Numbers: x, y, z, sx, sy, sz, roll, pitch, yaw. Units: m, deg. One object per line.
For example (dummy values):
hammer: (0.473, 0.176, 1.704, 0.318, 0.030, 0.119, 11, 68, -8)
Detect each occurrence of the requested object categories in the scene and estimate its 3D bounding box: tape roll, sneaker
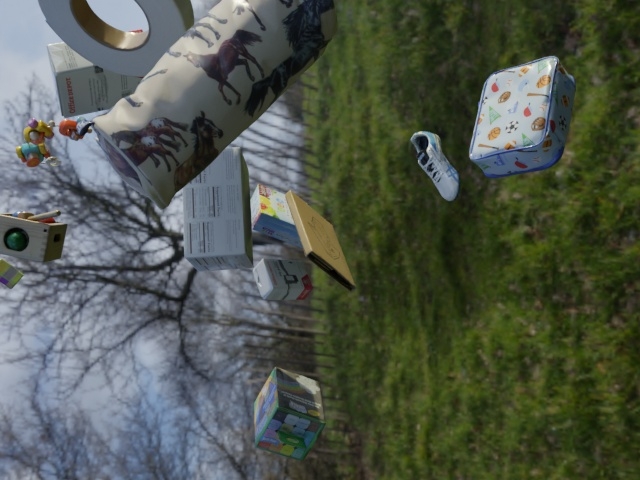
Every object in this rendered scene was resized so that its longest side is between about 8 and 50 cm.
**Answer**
tape roll: (-0.507, -0.572, 1.814, 0.392, 0.392, 0.072, 92, -169, -56)
sneaker: (0.311, -0.201, 2.003, 0.085, 0.086, 0.237, -60, 40, 45)

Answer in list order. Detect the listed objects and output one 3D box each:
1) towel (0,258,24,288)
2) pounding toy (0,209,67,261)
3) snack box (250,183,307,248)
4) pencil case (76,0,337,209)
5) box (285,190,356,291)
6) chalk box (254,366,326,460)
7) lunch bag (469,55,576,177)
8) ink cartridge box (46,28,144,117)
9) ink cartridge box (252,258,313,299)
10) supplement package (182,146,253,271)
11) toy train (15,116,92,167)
towel: (-0.905, 0.096, 2.112, 0.060, 0.083, 0.009, -57, 6, -30)
pounding toy: (-0.537, -0.019, 1.364, 0.141, 0.130, 0.100, -148, 69, -86)
snack box: (-0.119, -0.074, 2.221, 0.070, 0.174, 0.207, -61, 18, 23)
pencil case: (-0.150, -0.243, 1.064, 0.410, 0.183, 0.160, -47, -33, -9)
box: (0.000, 0.000, 1.577, 0.164, 0.021, 0.201, 39, -160, -41)
chalk box: (-0.076, 0.435, 1.778, 0.132, 0.132, 0.213, -61, 16, 21)
lunch bag: (0.495, -0.307, 1.825, 0.115, 0.243, 0.303, 36, -120, -34)
ink cartridge box: (-0.623, -0.475, 2.096, 0.114, 0.273, 0.197, 64, 157, 22)
ink cartridge box: (-0.113, 0.117, 2.192, 0.063, 0.150, 0.109, -49, 51, 37)
supplement package: (-0.248, -0.070, 1.798, 0.204, 0.145, 0.261, 87, 179, -79)
toy train: (-0.549, -0.193, 1.503, 0.166, 0.125, 0.046, -41, 53, 36)
